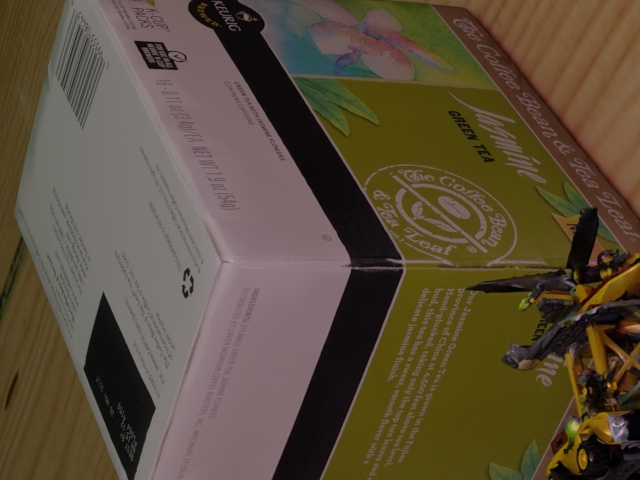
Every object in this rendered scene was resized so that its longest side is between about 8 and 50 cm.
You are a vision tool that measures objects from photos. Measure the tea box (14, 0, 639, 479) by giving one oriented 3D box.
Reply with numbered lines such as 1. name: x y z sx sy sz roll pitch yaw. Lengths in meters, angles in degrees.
1. tea box: 0.000 0.000 1.200 0.329 0.323 0.220 59 138 45

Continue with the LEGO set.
1. LEGO set: 0.246 0.005 0.793 0.255 0.331 0.192 102 160 -62
